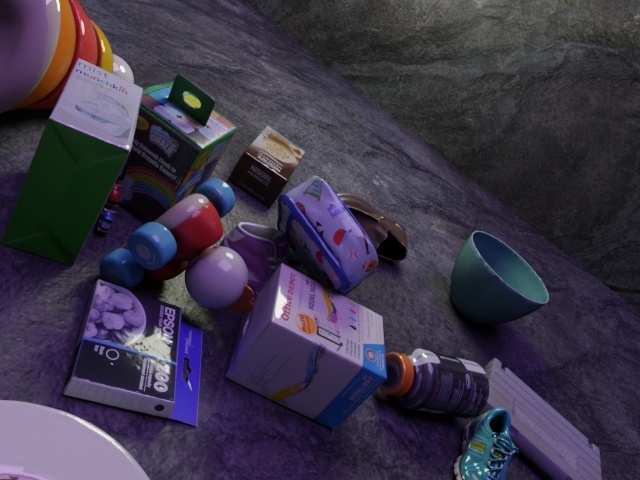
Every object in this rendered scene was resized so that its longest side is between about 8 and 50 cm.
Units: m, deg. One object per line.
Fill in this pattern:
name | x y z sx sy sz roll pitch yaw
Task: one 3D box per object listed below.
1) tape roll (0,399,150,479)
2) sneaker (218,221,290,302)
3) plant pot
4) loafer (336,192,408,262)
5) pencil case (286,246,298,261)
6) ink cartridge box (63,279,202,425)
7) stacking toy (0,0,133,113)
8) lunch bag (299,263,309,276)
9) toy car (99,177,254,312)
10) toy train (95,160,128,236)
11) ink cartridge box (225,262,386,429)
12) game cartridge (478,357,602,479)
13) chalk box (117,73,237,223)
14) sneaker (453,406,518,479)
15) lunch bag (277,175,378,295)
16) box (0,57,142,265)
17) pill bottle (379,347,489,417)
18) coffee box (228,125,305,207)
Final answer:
tape roll | -0.334 0.341 0.549 0.392 0.072 0.392 28 29 -17
sneaker | -0.083 0.077 1.143 0.282 0.161 0.102 37 26 -4
plant pot | 0.508 0.141 1.697 0.290 0.195 0.290 29 29 -18
loafer | 0.128 -0.028 1.569 0.366 0.134 0.130 14 36 -37
pencil case | -0.051 0.017 1.368 0.151 0.064 0.070 2 70 -49
ink cartridge box | -0.278 0.176 0.891 0.208 0.045 0.206 25 30 -26
stacking toy | -0.579 -0.407 1.214 0.350 0.350 0.480 43 11 10
lunch bag | -0.011 0.092 1.318 0.071 0.053 0.083 16 45 -32
toy car | -0.220 0.052 1.013 0.238 0.210 0.219 53 38 -9
toy train | -0.395 -0.084 1.064 0.027 0.036 0.158 22 71 -39
ink cartridge box | -0.023 0.193 1.027 0.232 0.168 0.171 29 30 -15
game cartridge | 0.540 0.476 1.386 0.355 0.068 0.230 42 32 7
chalk box | -0.308 -0.203 1.155 0.180 0.289 0.179 37 28 -2
sneaker | 0.347 0.445 1.148 0.107 0.110 0.275 37 29 -3
lunch bag | 0.000 0.000 1.159 0.243 0.115 0.303 52 -13 6
box | -0.416 -0.135 0.959 0.126 0.262 0.231 22 33 -27
pill bottle | 0.238 0.305 1.207 0.245 0.130 0.130 19 33 -32
coffee box | -0.144 -0.212 1.563 0.141 0.098 0.246 33 28 -8
